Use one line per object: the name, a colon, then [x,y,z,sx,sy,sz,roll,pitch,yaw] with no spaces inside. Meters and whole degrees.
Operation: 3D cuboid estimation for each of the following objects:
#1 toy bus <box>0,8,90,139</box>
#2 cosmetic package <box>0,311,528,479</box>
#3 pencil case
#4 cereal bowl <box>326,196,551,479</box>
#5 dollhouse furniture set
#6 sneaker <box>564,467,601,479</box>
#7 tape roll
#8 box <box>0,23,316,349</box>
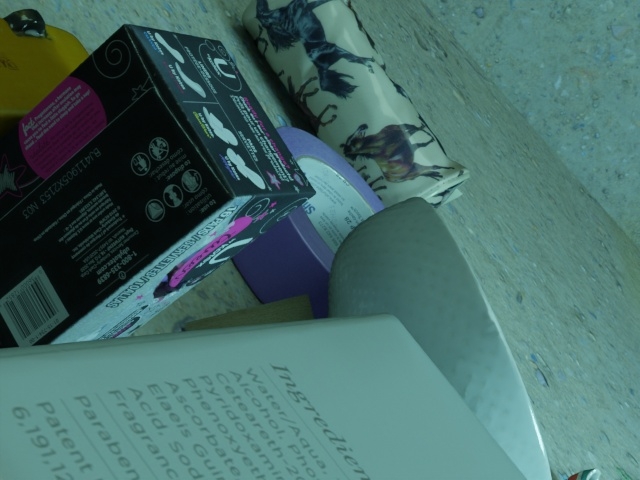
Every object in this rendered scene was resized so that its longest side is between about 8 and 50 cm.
toy bus: [-0.291,-0.112,0.956,0.108,0.130,0.332,58,23,9]
cosmetic package: [-0.057,0.262,0.561,0.327,0.329,0.393,51,22,19]
pencil case: [0.048,-0.207,1.696,0.410,0.160,0.183,58,14,11]
cereal bowl: [0.091,0.134,1.146,0.339,0.141,0.339,160,-90,-85]
dollhouse furniture set: [-0.049,0.166,1.150,0.151,0.123,0.144,80,-4,-49]
sneaker: [0.370,0.378,1.577,0.057,0.075,0.161,33,30,-39]
tape roll: [0.000,0.000,1.400,0.275,0.090,0.275,43,25,-25]
box: [-0.157,-0.030,0.939,0.163,0.247,0.142,58,24,10]
